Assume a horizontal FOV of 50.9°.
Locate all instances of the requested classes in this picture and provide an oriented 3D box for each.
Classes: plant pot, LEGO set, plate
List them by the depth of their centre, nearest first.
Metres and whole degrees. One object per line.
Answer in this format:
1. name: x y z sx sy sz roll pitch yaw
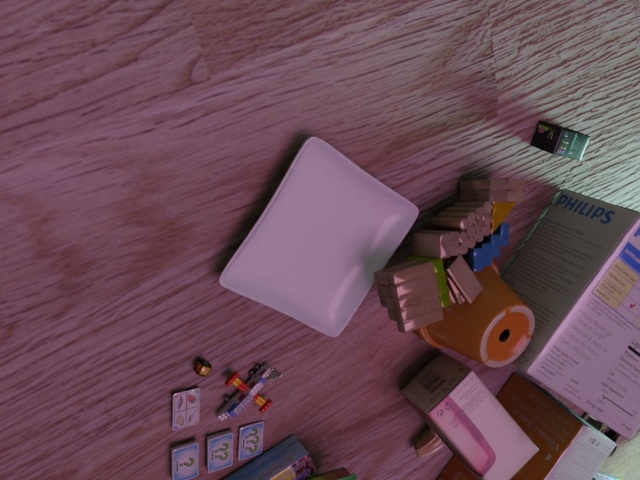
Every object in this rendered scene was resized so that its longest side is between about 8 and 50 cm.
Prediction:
1. plate: 0.000 0.000 1.125 0.277 0.045 0.278 30 95 -36
2. LEGO set: -0.166 0.310 1.169 0.182 0.060 0.244 -8 116 -31
3. plant pot: 0.290 0.136 1.266 0.205 0.188 0.205 -12 118 -25

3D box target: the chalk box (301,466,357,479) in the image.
1. chalk box: 0.018 0.519 1.243 0.132 0.132 0.213 -3 111 -33

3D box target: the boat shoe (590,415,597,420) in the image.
1. boat shoe: 0.672 0.273 1.625 0.116 0.099 0.320 -3 105 10

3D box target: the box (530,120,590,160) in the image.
1. box: 0.460 -0.192 1.289 0.083 0.062 0.052 5 111 -31

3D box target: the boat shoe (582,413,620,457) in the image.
1. boat shoe: 0.729 0.509 1.753 0.109 0.091 0.305 27 97 -36

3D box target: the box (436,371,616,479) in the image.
1. box: 0.453 0.515 1.522 0.168 0.215 0.345 32 94 -36

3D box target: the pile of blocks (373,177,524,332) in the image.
1. pile of blocks: 0.229 0.019 1.206 0.362 0.112 0.149 -42 111 -20

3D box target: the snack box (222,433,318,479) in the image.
1. snack box: -0.080 0.505 1.299 0.174 0.070 0.207 -30 125 -17

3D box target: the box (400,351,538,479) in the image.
1. box: 0.296 0.362 1.354 0.127 0.148 0.232 -42 103 -8

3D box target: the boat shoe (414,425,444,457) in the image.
1. boat shoe: 0.261 0.396 1.458 0.170 0.063 0.059 -41 103 -7

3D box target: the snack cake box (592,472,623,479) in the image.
1. snack cake box: 0.813 0.762 1.922 0.264 0.089 0.152 25 100 -35

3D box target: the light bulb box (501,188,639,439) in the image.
1. light bulb box: 0.568 0.149 1.379 0.357 0.225 0.361 33 93 -26
